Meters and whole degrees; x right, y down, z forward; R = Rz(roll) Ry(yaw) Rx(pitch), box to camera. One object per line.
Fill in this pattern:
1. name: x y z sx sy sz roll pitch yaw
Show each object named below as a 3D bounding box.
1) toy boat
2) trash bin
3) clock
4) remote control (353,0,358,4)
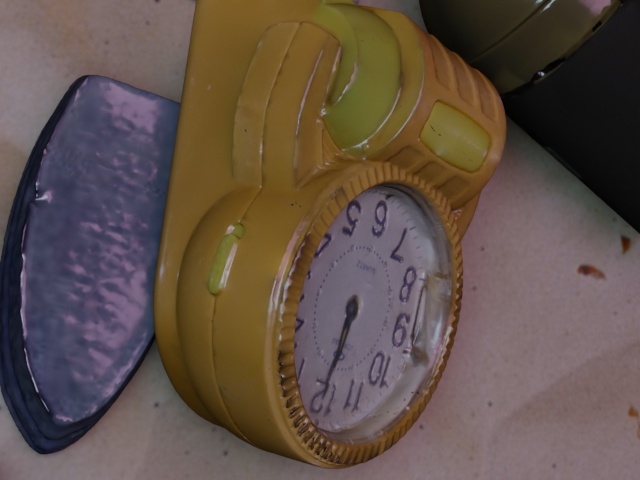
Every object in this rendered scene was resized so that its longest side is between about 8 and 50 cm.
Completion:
1. toy boat: -0.167 0.016 1.186 0.127 0.078 0.283 17 72 -21
2. trash bin: 0.226 -0.161 1.308 0.334 0.214 0.214 41 67 -13
3. clock: 0.000 0.000 1.177 0.244 0.200 0.317 24 77 -50
4. remote control: -0.072 -0.224 1.292 0.229 0.044 0.073 20 69 -16
